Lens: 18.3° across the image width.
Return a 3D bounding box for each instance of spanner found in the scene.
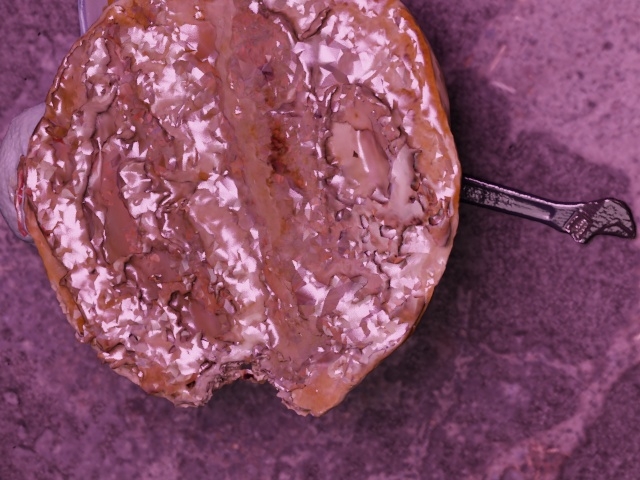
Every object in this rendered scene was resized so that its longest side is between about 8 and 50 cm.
[{"bbox_3d":[0.162,-0.035,1.664,0.208,0.012,0.046,16,109,9],"label":"spanner"}]

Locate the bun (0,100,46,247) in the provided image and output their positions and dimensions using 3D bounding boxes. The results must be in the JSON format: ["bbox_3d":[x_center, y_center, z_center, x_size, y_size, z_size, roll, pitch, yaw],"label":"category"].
[{"bbox_3d":[-0.218,-0.051,1.713,0.140,0.083,0.141,3,105,11],"label":"bun"}]

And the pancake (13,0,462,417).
[{"bbox_3d":[-0.068,-0.039,1.565,0.382,0.071,0.382,2,94,22],"label":"pancake"}]

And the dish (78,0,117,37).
[{"bbox_3d":[-0.091,-0.207,1.633,0.236,0.086,0.228,-3,105,15],"label":"dish"}]
